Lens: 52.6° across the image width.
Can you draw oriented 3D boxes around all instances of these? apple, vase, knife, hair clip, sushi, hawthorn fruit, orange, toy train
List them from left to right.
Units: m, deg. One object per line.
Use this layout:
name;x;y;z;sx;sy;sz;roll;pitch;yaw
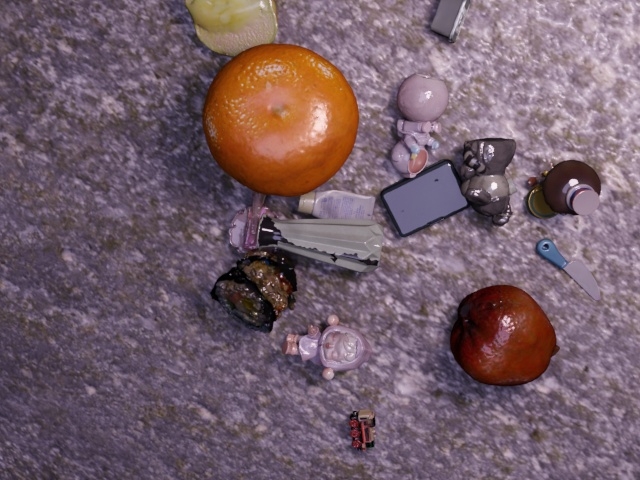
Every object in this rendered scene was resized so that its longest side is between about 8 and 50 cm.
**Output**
apple;-0.239;-0.628;1.853;0.265;0.120;0.193;1;116;15
hair clip;-0.190;-0.086;1.988;0.173;0.069;0.300;16;116;10
sushi;-0.187;0.141;1.972;0.225;0.238;0.218;32;63;12
orange;-0.107;-0.325;1.774;0.424;0.326;0.423;0;92;3
vase;0.000;0.000;1.899;0.360;0.165;0.165;8;104;4
toy train;0.139;0.615;2.090;0.087;0.050;0.138;-5;102;10
hawthorn fruit;0.509;0.277;1.824;0.295;0.295;0.311;-30;119;17
knife;0.720;0.079;1.850;0.244;0.032;0.058;39;99;-3

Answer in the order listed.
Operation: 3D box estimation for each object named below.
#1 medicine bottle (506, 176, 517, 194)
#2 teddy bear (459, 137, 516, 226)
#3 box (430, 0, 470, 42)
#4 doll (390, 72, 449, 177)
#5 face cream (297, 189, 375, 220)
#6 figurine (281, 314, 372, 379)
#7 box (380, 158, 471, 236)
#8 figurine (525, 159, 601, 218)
medicine bottle;0.510;-0.141;1.832;0.083;0.047;0.047;-25;96;17
teddy bear;0.437;-0.168;1.756;0.144;0.171;0.251;8;91;43
box;0.349;-0.603;1.745;0.069;0.084;0.122;24;106;14
doll;0.264;-0.315;1.807;0.151;0.151;0.287;15;112;9
face cream;0.046;-0.097;1.948;0.224;0.070;0.114;10;109;-2
figurine;0.020;0.332;2.010;0.276;0.133;0.200;2;74;16
box;0.304;-0.122;1.881;0.230;0.050;0.160;-26;96;16
figurine;0.640;-0.128;1.694;0.161;0.275;0.158;40;91;3
